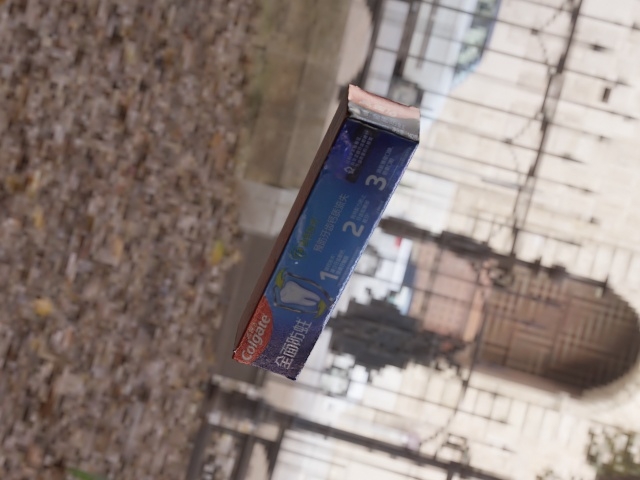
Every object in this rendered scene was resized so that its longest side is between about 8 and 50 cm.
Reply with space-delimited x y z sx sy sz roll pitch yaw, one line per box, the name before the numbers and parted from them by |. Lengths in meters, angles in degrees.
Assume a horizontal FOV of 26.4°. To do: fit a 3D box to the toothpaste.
toothpaste | 0.001 0.000 1.335 0.066 0.076 0.320 -84 -163 -53
